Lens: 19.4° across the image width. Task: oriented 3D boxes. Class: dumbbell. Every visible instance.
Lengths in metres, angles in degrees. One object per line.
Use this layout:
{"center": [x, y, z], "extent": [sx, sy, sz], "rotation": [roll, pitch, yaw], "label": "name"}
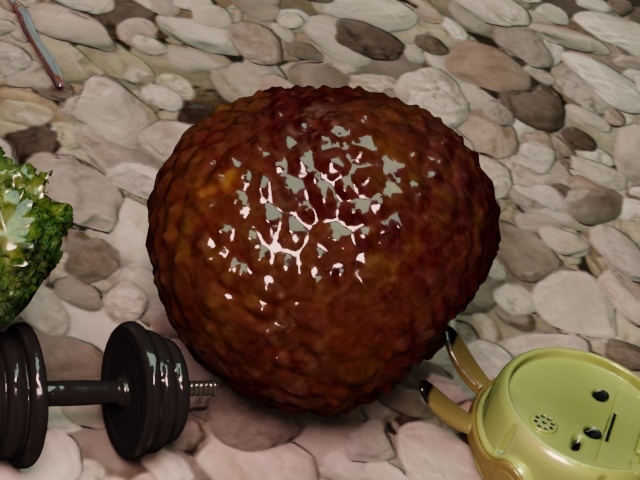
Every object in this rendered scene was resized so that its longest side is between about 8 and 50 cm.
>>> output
{"center": [-0.169, 0.105, 1.282], "extent": [0.208, 0.099, 0.099], "rotation": [0, 40, -26], "label": "dumbbell"}

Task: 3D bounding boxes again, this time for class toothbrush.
{"center": [-0.263, -0.195, 1.700], "extent": [0.019, 0.013, 0.193], "rotation": [5, 37, -33], "label": "toothbrush"}

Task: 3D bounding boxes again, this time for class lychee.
{"center": [0.000, 0.000, 1.363], "extent": [0.260, 0.260, 0.260], "rotation": [12, 37, -9], "label": "lychee"}

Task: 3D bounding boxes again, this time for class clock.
{"center": [0.184, 0.146, 1.413], "extent": [0.232, 0.069, 0.170], "rotation": [23, 36, 5], "label": "clock"}

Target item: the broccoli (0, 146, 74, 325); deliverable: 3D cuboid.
{"center": [-0.321, -0.040, 1.246], "extent": [0.321, 0.283, 0.304], "rotation": [-4, 13, -31], "label": "broccoli"}
